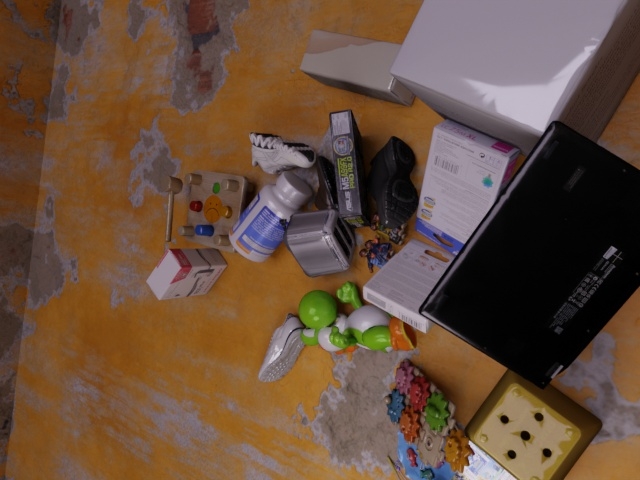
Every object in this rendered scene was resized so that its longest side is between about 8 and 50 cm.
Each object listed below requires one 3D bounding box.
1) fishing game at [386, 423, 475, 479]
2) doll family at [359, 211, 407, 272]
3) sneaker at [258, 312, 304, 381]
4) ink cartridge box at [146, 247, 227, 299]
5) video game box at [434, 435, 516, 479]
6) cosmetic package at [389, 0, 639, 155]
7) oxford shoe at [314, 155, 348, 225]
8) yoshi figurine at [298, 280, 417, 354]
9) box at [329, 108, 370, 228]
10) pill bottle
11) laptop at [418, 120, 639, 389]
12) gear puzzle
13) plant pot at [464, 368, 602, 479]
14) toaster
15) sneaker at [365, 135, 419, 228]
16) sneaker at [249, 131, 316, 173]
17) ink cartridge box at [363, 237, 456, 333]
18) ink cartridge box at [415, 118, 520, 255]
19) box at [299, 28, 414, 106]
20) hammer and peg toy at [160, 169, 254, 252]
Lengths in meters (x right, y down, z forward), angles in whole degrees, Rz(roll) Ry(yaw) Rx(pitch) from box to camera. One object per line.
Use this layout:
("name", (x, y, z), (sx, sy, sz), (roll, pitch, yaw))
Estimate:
("fishing game", (0.253, 0.524, 1.163), (0.264, 0.041, 0.189), (-56, 45, 31))
("doll family", (0.163, 0.005, 1.273), (0.111, 0.076, 0.193), (27, 105, 27))
("sneaker", (-0.124, 0.337, 1.449), (0.235, 0.090, 0.095), (-55, 48, 14))
("ink cartridge box", (-0.446, 0.110, 1.590), (0.092, 0.217, 0.159), (48, 113, 21))
("video game box", (0.389, 0.566, 1.100), (0.187, 0.048, 0.205), (36, 106, 28))
("cosmetic package", (0.415, -0.367, 0.931), (0.327, 0.393, 0.330), (35, 105, 30))
("oxford shoe", (0.014, -0.137, 1.377), (0.096, 0.082, 0.228), (-22, 74, 35))
("yoshi figurine", (0.076, 0.202, 1.256), (0.361, 0.203, 0.203), (-14, 72, 35))
("box", (0.082, -0.180, 1.250), (0.060, 0.216, 0.271), (-7, 83, 11))
("pill bottle", (-0.148, -0.075, 1.440), (0.272, 0.152, 0.152), (-48, 64, 22))
("laptop", (0.450, 0.049, 0.872), (0.407, 0.236, 0.382), (31, 106, 0))
("gear puzzle", (0.239, 0.423, 1.101), (0.339, 0.044, 0.176), (-145, 69, -68))
("plant pot", (0.428, 0.394, 0.972), (0.212, 0.187, 0.212), (36, 92, 31))
("toaster", (0.000, 0.000, 1.307), (0.146, 0.227, 0.129), (-9, 42, 27))
("sneaker", (0.176, -0.136, 1.219), (0.130, 0.109, 0.287), (-35, 33, 42))
("sneaker", (-0.121, -0.258, 1.464), (0.292, 0.109, 0.119), (27, 113, 45))
("ink cartridge box", (0.242, 0.103, 1.165), (0.180, 0.224, 0.056), (27, 139, 32))
("ink cartridge box", (0.330, -0.108, 1.110), (0.185, 0.065, 0.311), (35, 140, 31))
("box", (0.113, -0.476, 1.293), (0.310, 0.147, 0.121), (26, 101, 31))
("hammer and peg toy", (-0.401, -0.107, 1.629), (0.360, 0.127, 0.266), (11, 95, 34))
